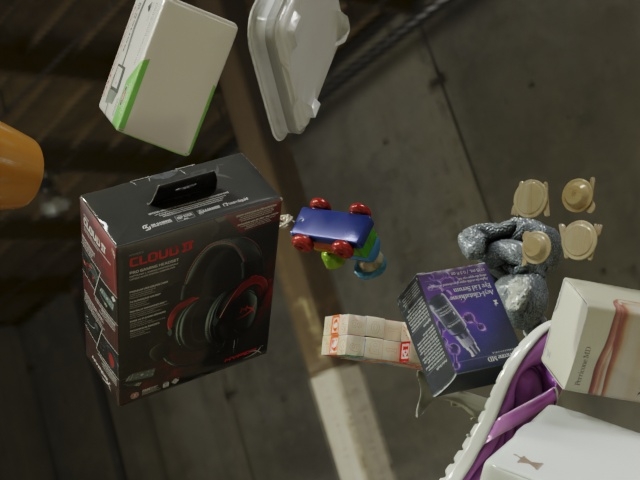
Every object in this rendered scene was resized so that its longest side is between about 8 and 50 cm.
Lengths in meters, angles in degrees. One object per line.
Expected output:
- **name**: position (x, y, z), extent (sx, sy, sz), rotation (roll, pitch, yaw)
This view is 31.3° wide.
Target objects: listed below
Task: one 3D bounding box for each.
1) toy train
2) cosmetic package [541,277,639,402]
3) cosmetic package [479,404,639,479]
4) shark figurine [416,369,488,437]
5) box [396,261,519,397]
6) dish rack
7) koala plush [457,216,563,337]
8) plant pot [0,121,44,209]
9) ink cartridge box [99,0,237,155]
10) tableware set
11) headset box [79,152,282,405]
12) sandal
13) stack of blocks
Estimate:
- **toy train**: position (0.000, 0.000, 2.149), extent (0.248, 0.105, 0.143), rotation (8, -31, 32)
- **cosmetic package**: position (0.520, 0.169, 1.801), extent (0.296, 0.153, 0.129), rotation (9, 16, -8)
- **cosmetic package**: position (0.391, 0.504, 1.667), extent (0.327, 0.393, 0.329), rotation (18, 16, 24)
- **shark figurine**: position (0.328, 0.325, 2.248), extent (0.166, 0.278, 0.116), rotation (-31, -33, -51)
- **box**: position (0.253, 0.161, 2.071), extent (0.153, 0.207, 0.108), rotation (-9, -26, -25)
- **dish rack**: position (-0.026, -0.365, 1.977), extent (0.072, 0.333, 0.285), rotation (7, -39, 17)
- **koala plush**: position (0.401, 0.085, 2.296), extent (0.203, 0.221, 0.196), rotation (-16, -44, 16)
- **plant pot**: position (-0.575, -0.129, 1.907), extent (0.205, 0.205, 0.188), rotation (-28, -23, 32)
- **ink cartridge box**: position (-0.232, -0.251, 1.682), extent (0.115, 0.198, 0.273), rotation (19, 6, -20)
- **tableware set**: position (0.380, -0.033, 1.847), extent (0.169, 0.141, 0.020), rotation (-5, -11, 41)
- **headset box**: position (-0.172, 0.036, 1.398), extent (0.218, 0.110, 0.293), rotation (-17, -45, -28)
- **sandal**: position (0.336, 0.331, 1.929), extent (0.169, 0.102, 0.416), rotation (36, -97, -46)
- **stack of blocks**: position (0.172, 0.220, 2.439), extent (0.297, 0.087, 0.171), rotation (10, -11, -21)
